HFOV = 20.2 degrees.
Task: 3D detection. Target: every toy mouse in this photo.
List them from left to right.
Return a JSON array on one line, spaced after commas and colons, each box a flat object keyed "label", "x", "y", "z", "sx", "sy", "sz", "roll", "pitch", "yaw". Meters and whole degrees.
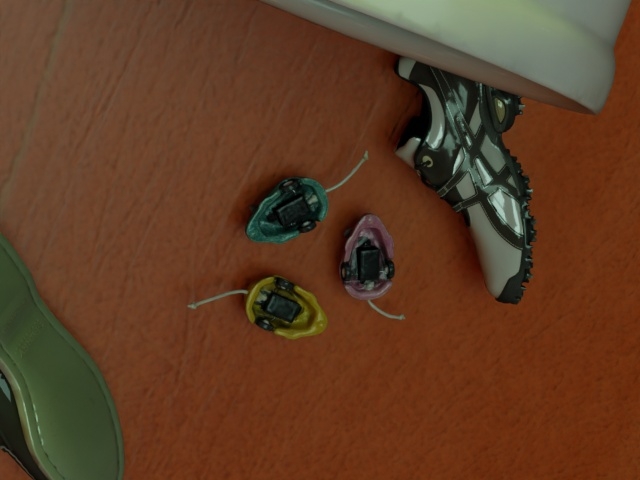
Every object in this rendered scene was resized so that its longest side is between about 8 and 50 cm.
[{"label": "toy mouse", "x": 0.000, "y": 0.000, "z": 1.263, "sx": 0.161, "sy": 0.031, "sz": 0.143, "roll": 18, "pitch": 97, "yaw": -22}]

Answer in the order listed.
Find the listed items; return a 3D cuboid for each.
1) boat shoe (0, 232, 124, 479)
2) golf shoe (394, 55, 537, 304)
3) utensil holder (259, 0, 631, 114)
[{"label": "boat shoe", "x": -0.206, "y": 0.086, "z": 1.198, "sx": 0.081, "sy": 0.068, "sz": 0.228, "roll": -51, "pitch": 125, "yaw": -45}, {"label": "golf shoe", "x": 0.100, "y": -0.049, "z": 1.270, "sx": 0.093, "sy": 0.077, "sz": 0.198, "roll": -10, "pitch": 99, "yaw": -5}, {"label": "utensil holder", "x": 0.078, "y": -0.309, "z": 1.065, "sx": 0.327, "sy": 0.327, "sz": 0.386, "roll": 19, "pitch": 94, "yaw": -21}]
